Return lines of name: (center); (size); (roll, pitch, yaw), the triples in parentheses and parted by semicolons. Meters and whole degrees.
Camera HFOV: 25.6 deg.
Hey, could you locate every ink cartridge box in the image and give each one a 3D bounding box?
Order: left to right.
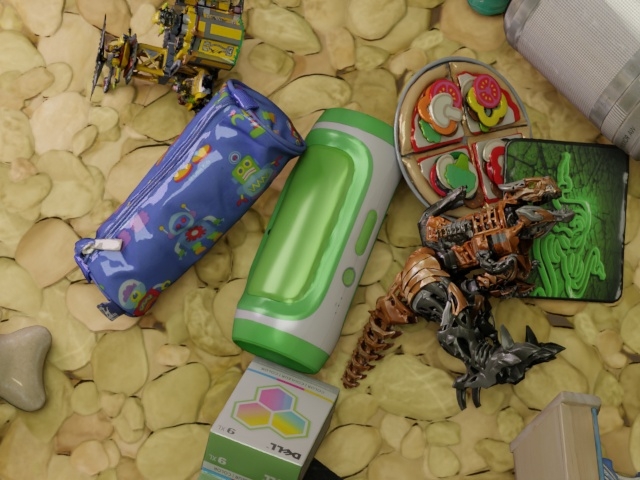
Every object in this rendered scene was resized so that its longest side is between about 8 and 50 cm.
ink cartridge box: (-0.062, 0.223, 1.558); (0.109, 0.209, 0.062); (20, 122, 8)

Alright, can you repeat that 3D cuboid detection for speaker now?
speaker: (0.000, 0.000, 1.645); (0.131, 0.131, 0.296); (20, 78, 8)

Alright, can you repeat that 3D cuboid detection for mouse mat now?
mouse mat: (0.287, -0.024, 1.664); (0.152, 0.007, 0.190); (3, 89, -5)

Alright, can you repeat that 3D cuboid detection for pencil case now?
pencil case: (-0.159, -0.047, 1.629); (0.306, 0.133, 0.119); (-45, 59, 7)

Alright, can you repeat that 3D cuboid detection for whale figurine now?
whale figurine: (-0.458, 0.141, 1.651); (0.272, 0.141, 0.216); (7, 75, -20)

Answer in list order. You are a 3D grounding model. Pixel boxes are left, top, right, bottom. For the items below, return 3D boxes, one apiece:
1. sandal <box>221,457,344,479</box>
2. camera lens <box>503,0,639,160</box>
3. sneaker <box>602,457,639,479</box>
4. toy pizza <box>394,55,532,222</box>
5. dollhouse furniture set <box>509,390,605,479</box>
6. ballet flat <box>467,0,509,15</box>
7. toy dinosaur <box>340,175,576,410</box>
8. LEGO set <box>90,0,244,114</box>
sandal: (0.052, 0.379, 1.509); (0.167, 0.107, 0.446); (-16, 41, -38)
camera lens: (0.367, -0.240, 1.636); (0.219, 0.219, 0.274); (-42, 77, -7)
sneaker: (0.361, 0.292, 1.585); (0.135, 0.052, 0.058); (33, 73, 9)
toy pizza: (0.176, -0.120, 1.660); (0.201, 0.032, 0.201); (3, 83, -30)
dollhouse furniture set: (0.357, 0.322, 1.519); (0.303, 0.286, 0.198); (11, 55, -14)
ballet flat: (0.286, -0.368, 1.743); (0.247, 0.087, 0.083); (-36, 76, -6)
toy dinosaur: (0.164, 0.067, 1.614); (0.322, 0.164, 0.218); (-46, 71, 36)
LEGO set: (-0.199, -0.330, 1.676); (0.192, 0.255, 0.331); (10, 83, -18)
